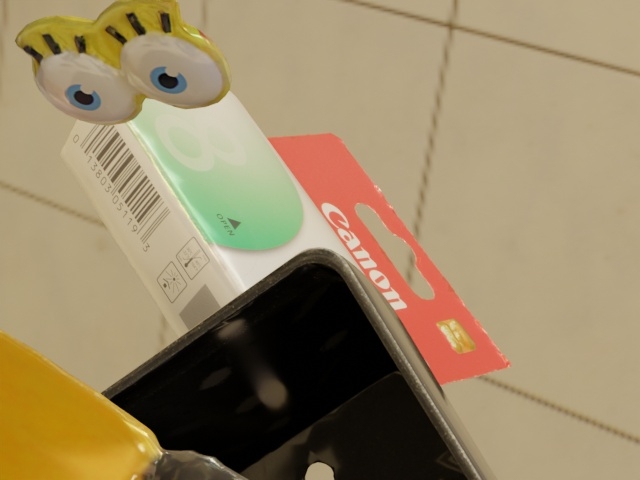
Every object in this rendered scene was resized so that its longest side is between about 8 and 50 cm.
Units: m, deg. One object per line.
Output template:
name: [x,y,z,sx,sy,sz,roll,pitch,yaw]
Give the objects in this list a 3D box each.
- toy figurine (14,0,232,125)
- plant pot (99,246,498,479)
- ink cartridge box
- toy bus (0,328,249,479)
toy figurine: [-0.208,-0.117,0.451,0.362,0.217,0.191,4,101,29]
plant pot: [-0.001,0.131,0.669,0.187,0.167,0.188,-35,78,12]
ink cartridge box: [0.000,0.000,0.894,0.181,0.224,0.056,54,126,20]
toy bus: [-0.004,0.159,0.468,0.332,0.108,0.130,35,157,7]
